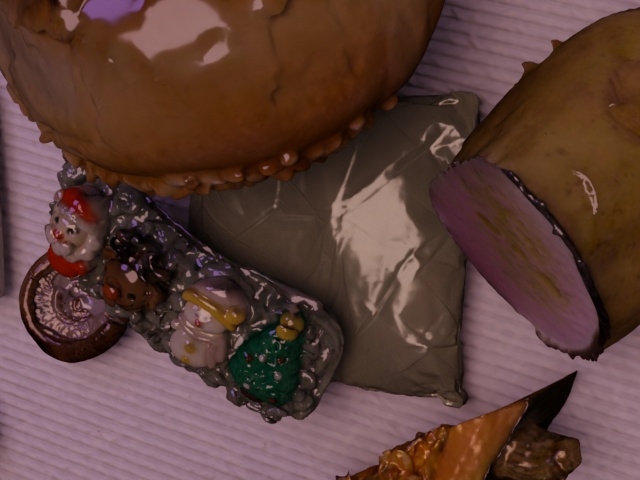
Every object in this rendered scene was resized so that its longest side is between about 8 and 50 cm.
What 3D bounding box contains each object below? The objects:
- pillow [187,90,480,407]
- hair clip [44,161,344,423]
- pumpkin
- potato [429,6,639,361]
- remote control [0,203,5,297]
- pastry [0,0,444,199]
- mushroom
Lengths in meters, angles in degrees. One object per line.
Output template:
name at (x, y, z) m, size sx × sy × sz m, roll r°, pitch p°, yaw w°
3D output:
pillow at (0.001, -0.001, 1.177) m, size 0.281 × 0.076 × 0.274 m, roll 5°, pitch 94°, yaw 21°
hair clip at (-0.135, 0.044, 1.162) m, size 0.321 × 0.091 × 0.138 m, roll 33°, pitch 114°, yaw 22°
pumpkin at (0.123, 0.214, 1.111) m, size 0.248 × 0.131 × 0.126 m, roll -31°, pitch 72°, yaw 23°
potato at (0.244, -0.068, 1.033) m, size 0.266 × 0.229 × 0.229 m, roll -38°, pitch 77°, yaw -8°
remote control at (-0.363, -0.051, 1.327) m, size 0.090 × 0.049 × 0.230 m, roll -3°, pitch 89°, yaw 20°
pastry at (-0.090, -0.204, 1.086) m, size 0.410 × 0.245 × 0.409 m, roll -10°, pitch 44°, yaw 9°
mushroom at (-0.232, 0.059, 1.279) m, size 0.123 × 0.052 × 0.123 m, roll -1°, pitch 86°, yaw 15°
